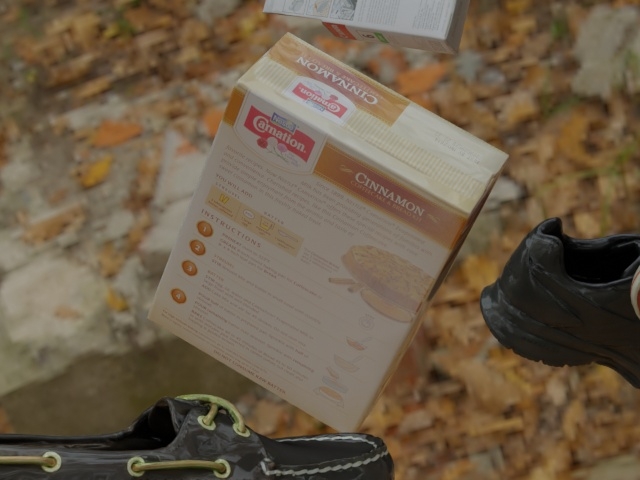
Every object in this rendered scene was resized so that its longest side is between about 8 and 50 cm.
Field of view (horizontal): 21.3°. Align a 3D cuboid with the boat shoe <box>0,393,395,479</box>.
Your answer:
[{"bbox_3d":[-0.067,0.101,0.726,0.228,0.068,0.081,-5,5,-27],"label":"boat shoe"}]

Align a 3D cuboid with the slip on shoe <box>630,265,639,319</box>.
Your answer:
[{"bbox_3d":[0.364,0.040,1.238,0.331,0.123,0.101,-6,52,44],"label":"slip on shoe"}]

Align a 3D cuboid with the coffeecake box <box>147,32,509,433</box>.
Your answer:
[{"bbox_3d":[0.000,0.000,0.958,0.142,0.185,0.068,30,40,7],"label":"coffeecake box"}]

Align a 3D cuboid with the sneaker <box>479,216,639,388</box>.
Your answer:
[{"bbox_3d":[0.291,0.064,1.501,0.286,0.130,0.109,15,37,-11],"label":"sneaker"}]

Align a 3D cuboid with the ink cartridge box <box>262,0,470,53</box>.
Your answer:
[{"bbox_3d":[0.029,-0.148,0.982,0.115,0.029,0.062,11,81,22],"label":"ink cartridge box"}]
